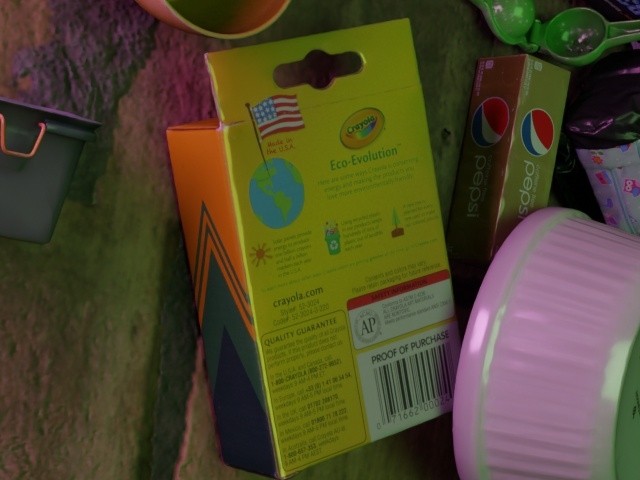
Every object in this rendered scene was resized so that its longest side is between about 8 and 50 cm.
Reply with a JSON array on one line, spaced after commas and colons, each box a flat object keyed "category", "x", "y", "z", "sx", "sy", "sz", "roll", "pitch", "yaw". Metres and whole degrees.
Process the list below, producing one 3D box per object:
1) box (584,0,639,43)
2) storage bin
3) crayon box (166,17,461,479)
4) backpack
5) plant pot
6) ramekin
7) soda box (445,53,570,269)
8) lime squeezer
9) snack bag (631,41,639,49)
[{"category": "box", "x": 0.326, "y": -0.336, "z": 1.360, "sx": 0.293, "sy": 0.073, "sz": 0.295, "roll": 28, "pitch": 71, "yaw": -30}, {"category": "storage bin", "x": -0.220, "y": -0.051, "z": 0.962, "sx": 0.135, "sy": 0.098, "sz": 0.091, "roll": 11, "pitch": 95, "yaw": -37}, {"category": "crayon box", "x": 0.000, "y": 0.000, "z": 1.131, "sx": 0.202, "sy": 0.081, "sz": 0.318, "roll": -15, "pitch": 101, "yaw": -36}, {"category": "backpack", "x": 0.296, "y": -0.065, "z": 1.328, "sx": 0.152, "sy": 0.115, "sz": 0.182, "roll": -48, "pitch": 125, "yaw": -36}, {"category": "plant pot", "x": -0.094, "y": -0.207, "z": 1.044, "sx": 0.134, "sy": 0.095, "sz": 0.134, "roll": -1, "pitch": 92, "yaw": -38}, {"category": "ramekin", "x": 0.226, "y": 0.112, "z": 1.221, "sx": 0.273, "sy": 0.127, "sz": 0.272, "roll": -26, "pitch": 121, "yaw": -52}, {"category": "soda box", "x": 0.161, "y": -0.065, "z": 1.263, "sx": 0.058, "sy": 0.061, "sz": 0.181, "roll": 15, "pitch": 83, "yaw": -37}, {"category": "lime squeezer", "x": 0.194, "y": -0.197, "z": 1.263, "sx": 0.310, "sy": 0.110, "sz": 0.058, "roll": 15, "pitch": 79, "yaw": -5}, {"category": "snack bag", "x": 0.457, "y": -0.120, "z": 1.503, "sx": 0.323, "sy": 0.037, "sz": 0.342, "roll": -25, "pitch": 106, "yaw": -33}]
